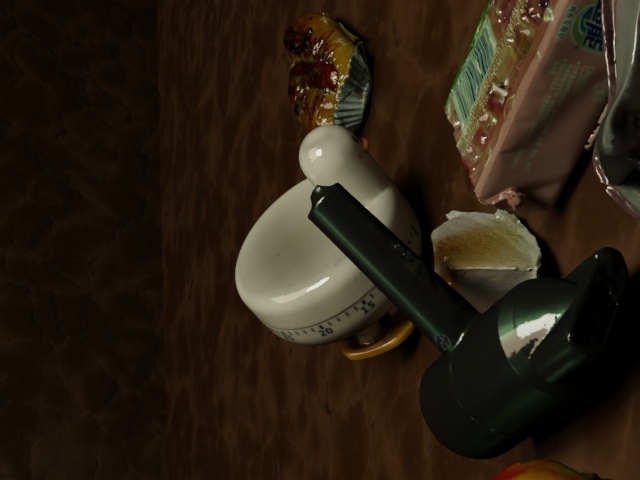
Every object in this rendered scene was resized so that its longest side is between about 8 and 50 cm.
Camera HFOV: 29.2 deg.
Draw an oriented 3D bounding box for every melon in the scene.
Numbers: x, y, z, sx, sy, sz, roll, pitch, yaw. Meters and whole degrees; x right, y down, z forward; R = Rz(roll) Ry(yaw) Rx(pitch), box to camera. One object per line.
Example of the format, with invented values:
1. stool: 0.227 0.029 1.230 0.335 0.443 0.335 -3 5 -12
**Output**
1. melon: 0.152 0.042 1.229 0.202 0.093 0.140 -124 35 -70

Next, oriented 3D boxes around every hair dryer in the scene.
1. hair dryer: 0.115 0.037 1.082 0.116 0.302 0.244 -44 -7 -36

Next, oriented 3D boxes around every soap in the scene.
1. soap: 0.201 -0.174 1.122 0.218 0.098 0.273 -105 28 -46

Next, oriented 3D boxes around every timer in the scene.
1. timer: 0.000 0.000 1.457 0.233 0.240 0.233 -26 35 20

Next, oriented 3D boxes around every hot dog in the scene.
1. hot dog: 0.002 -0.234 1.765 0.270 0.081 0.163 -125 42 -61

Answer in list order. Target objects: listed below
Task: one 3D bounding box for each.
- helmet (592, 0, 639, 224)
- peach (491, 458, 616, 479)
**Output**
1. helmet: 0.289 -0.092 0.682 0.271 0.197 0.338 105 167 -48
2. peach: 0.188 0.268 0.913 0.197 0.197 0.197 -175 90 -72
